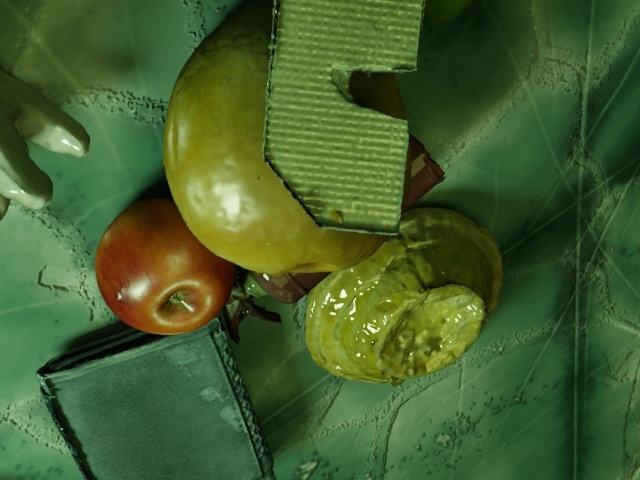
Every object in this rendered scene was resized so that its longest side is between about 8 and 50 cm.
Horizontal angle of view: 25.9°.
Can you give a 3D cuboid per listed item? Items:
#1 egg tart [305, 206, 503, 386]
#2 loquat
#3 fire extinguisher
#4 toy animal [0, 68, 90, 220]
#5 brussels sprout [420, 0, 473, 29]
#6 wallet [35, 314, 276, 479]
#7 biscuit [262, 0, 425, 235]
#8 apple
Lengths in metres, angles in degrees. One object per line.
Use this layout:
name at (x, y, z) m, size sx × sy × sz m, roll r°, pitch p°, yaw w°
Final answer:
egg tart at (0.121, 0.094, 1.813) m, size 0.290 × 0.115 × 0.290 m, roll -15°, pitch 131°, yaw -18°
loquat at (-0.031, -0.103, 1.485) m, size 0.276 × 0.276 × 0.284 m, roll 2°, pitch 117°, yaw -30°
fire extinguisher at (0.000, 0.000, 1.686) m, size 0.337 × 0.106 × 0.147 m, roll -40°, pitch 142°, yaw 5°
toy animal at (-0.403, -0.077, 1.329) m, size 0.188 × 0.308 × 0.266 m, roll -32°, pitch 113°, yaw 24°
brussels sprout at (0.089, -0.328, 1.424) m, size 0.244 × 0.244 × 0.244 m, roll -15°, pitch 129°, yaw -19°
wallet at (-0.202, 0.231, 1.769) m, size 0.237 × 0.075 × 0.342 m, roll -21°, pitch 133°, yaw -5°
biscuit at (0.020, -0.133, 1.342) m, size 0.147 × 0.046 × 0.250 m, roll 4°, pitch 94°, yaw -5°
apple at (-0.176, 0.033, 1.586) m, size 0.163 × 0.139 × 0.163 m, roll -16°, pitch 130°, yaw -21°
